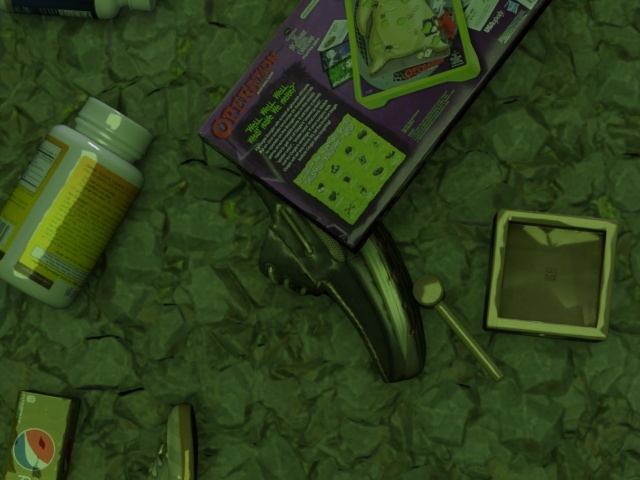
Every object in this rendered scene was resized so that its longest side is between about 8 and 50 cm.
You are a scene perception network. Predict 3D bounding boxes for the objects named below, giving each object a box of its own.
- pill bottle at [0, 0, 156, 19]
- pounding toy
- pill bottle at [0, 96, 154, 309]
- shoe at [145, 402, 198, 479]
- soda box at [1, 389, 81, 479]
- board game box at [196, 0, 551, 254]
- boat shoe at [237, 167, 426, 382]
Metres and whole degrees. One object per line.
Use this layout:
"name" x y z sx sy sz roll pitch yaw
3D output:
"pill bottle" -0.265 -0.291 1.822 0.169 0.094 0.094 4 86 3
"pounding toy" 0.200 0.061 1.773 0.206 0.094 0.181 6 85 3
"pill bottle" -0.268 -0.042 1.791 0.117 0.117 0.215 31 88 5
"shoe" -0.164 0.282 1.781 0.058 0.076 0.219 3 88 -2
"soda box" -0.308 0.255 1.799 0.061 0.058 0.181 10 86 3
"board game box" 0.059 -0.183 1.717 0.208 0.056 0.347 38 85 8
"boat shoe" 0.000 0.000 1.784 0.130 0.132 0.355 -27 76 10
